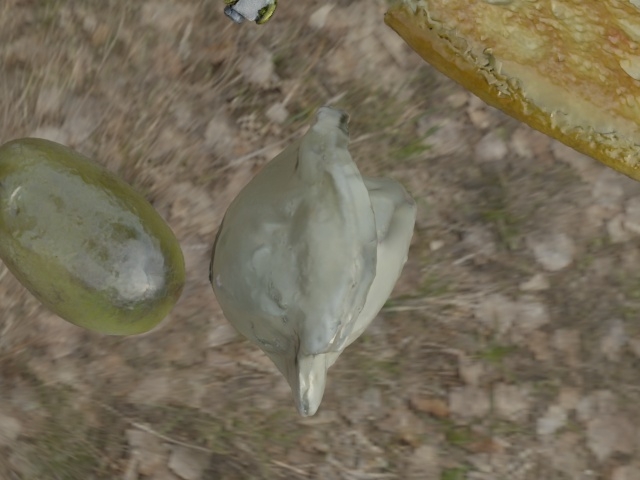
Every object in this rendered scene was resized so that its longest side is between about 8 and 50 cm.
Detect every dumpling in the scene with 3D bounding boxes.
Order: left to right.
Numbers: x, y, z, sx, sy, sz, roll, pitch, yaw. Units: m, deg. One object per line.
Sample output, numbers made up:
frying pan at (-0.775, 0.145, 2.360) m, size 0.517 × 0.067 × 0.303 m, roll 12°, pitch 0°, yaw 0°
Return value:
dumpling at (0.000, 0.000, 1.027) m, size 0.118 × 0.136 × 0.199 m, roll 8°, pitch 59°, yaw -18°

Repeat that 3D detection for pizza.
pizza at (0.159, -0.102, 1.092) m, size 0.204 × 0.080 × 0.188 m, roll 41°, pitch 42°, yaw 13°

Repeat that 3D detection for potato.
potato at (-0.252, -0.009, 1.806) m, size 0.251 × 0.174 × 0.159 m, roll 39°, pitch 43°, yaw -19°

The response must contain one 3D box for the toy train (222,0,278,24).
toy train at (-0.032, -0.307, 1.788) m, size 0.060 × 0.081 × 0.202 m, roll 33°, pitch 107°, yaw -30°
